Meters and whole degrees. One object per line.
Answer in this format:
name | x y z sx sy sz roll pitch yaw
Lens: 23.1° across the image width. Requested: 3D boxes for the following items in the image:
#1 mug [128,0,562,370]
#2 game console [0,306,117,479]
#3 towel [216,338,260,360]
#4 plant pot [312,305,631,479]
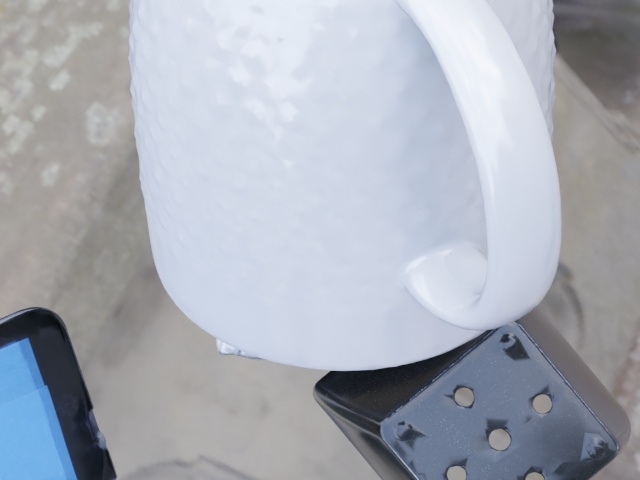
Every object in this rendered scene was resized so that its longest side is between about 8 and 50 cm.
mug | 0.034 -0.100 0.962 0.276 0.328 0.374 -18 43 -18
game console | -0.247 0.224 1.064 0.293 0.173 0.250 -24 48 -26
towel | 0.000 0.000 1.487 0.121 0.284 0.235 2 88 17
plant pot | 0.123 0.135 1.178 0.187 0.188 0.167 -39 2 0
